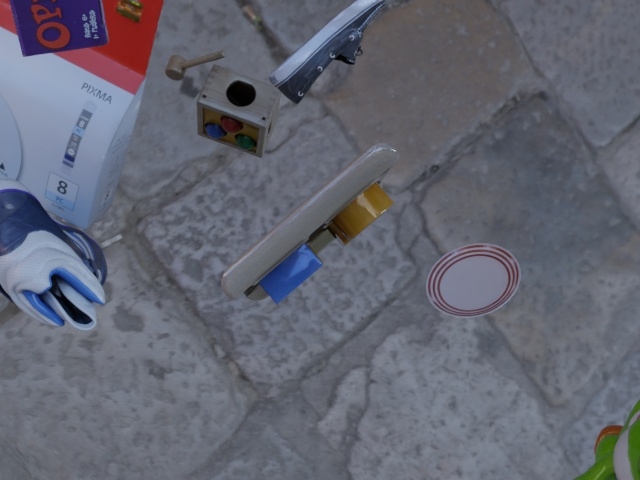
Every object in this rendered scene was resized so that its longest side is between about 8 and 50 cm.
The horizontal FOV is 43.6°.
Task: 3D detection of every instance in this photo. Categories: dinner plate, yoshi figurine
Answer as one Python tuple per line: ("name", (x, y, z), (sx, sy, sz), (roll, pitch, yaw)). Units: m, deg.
("dinner plate", (0.226, 0.061, 1.182), (0.141, 0.141, 0.017), (-53, 136, -24))
("yoshi figurine", (0.402, 0.303, 0.929), (0.203, 0.362, 0.203), (-44, 69, 3))

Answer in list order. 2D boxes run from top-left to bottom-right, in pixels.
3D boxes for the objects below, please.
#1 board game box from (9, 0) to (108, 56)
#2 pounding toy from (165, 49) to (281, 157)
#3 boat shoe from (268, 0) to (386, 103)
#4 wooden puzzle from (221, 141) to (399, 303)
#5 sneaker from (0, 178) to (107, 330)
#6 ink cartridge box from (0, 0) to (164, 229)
("board game box", (-0.180, -0.275, 0.429), (0.056, 0.208, 0.347), (-17, 46, -13))
("pounding toy", (-0.181, -0.245, 1.393), (0.206, 0.181, 0.094), (20, 70, -1))
("boat shoe", (0.025, -0.300, 1.248), (0.228, 0.080, 0.076), (-42, 103, -8))
("wooden puzzle", (0.000, 0.000, 1.289), (0.322, 0.348, 0.080), (-40, 84, -3))
("sneaker", (-0.383, 0.070, 1.192), (0.130, 0.323, 0.236), (-35, 59, -7))
("ink cartridge box", (-0.417, -0.241, 1.163), (0.308, 0.385, 0.091), (27, 35, 3))
